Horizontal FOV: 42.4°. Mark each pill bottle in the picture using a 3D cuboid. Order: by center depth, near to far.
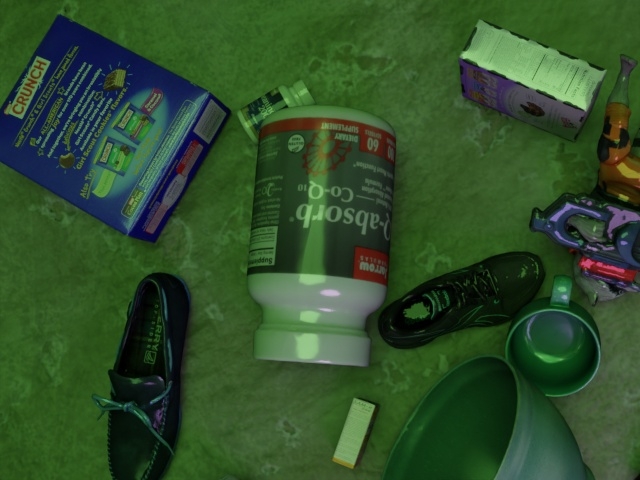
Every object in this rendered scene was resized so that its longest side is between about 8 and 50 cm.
[{"bbox_3d":[0.000,0.000,1.226,0.210,0.210,0.362,2,81,11],"label":"pill bottle"},{"bbox_3d":[-0.070,-0.212,1.349,0.120,0.067,0.067,-30,76,4],"label":"pill bottle"}]

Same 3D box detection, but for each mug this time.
[{"bbox_3d":[0.341,0.136,1.178,0.129,0.097,0.157,40,110,6],"label":"mug"}]

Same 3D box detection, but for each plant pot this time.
[{"bbox_3d":[0.239,0.328,1.106,0.196,0.293,0.293,34,87,-12],"label":"plant pot"}]

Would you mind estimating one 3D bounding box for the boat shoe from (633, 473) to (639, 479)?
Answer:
[{"bbox_3d":[0.551,0.229,1.126,0.123,0.123,0.342,34,99,21],"label":"boat shoe"}]

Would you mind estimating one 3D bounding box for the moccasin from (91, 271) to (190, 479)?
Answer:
[{"bbox_3d":[-0.290,0.216,1.289,0.138,0.117,0.341,0,80,11],"label":"moccasin"}]

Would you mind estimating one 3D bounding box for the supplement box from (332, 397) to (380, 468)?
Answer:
[{"bbox_3d":[0.055,0.288,1.239,0.036,0.062,0.098,18,85,14],"label":"supplement box"}]

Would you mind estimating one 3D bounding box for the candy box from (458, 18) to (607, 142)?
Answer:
[{"bbox_3d":[0.311,-0.234,1.230,0.196,0.165,0.070,26,87,14],"label":"candy box"}]

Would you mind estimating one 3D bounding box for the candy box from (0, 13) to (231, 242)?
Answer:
[{"bbox_3d":[-0.357,-0.186,1.372,0.317,0.122,0.268,30,88,13],"label":"candy box"}]

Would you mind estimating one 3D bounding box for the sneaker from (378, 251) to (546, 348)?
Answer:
[{"bbox_3d":[0.212,0.091,1.223,0.267,0.106,0.101,-26,75,4],"label":"sneaker"}]

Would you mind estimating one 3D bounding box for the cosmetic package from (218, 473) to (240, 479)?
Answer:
[{"bbox_3d":[-0.113,0.581,1.056,0.394,0.327,0.329,36,100,15],"label":"cosmetic package"}]

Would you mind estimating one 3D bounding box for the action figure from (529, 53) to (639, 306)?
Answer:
[{"bbox_3d":[0.478,-0.048,1.165,0.341,0.178,0.330,24,106,-1],"label":"action figure"}]
